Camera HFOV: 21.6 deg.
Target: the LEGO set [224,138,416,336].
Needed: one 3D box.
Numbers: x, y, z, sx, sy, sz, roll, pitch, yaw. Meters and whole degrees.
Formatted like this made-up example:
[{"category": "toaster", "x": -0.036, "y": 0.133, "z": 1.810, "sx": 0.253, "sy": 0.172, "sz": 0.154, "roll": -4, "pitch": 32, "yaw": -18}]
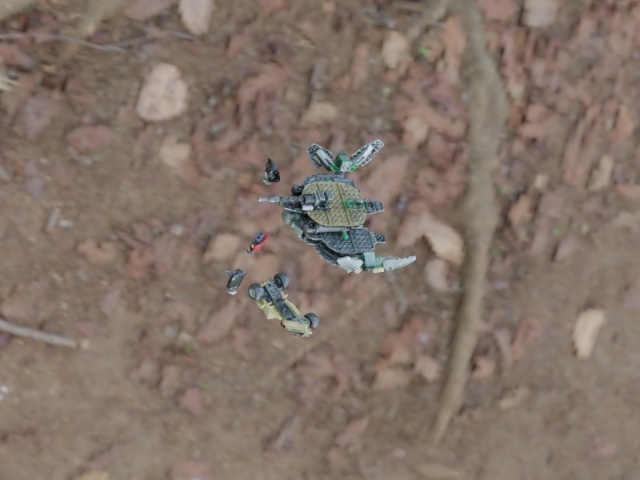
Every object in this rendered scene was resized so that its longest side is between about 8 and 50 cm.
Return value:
[{"category": "LEGO set", "x": -0.003, "y": -0.001, "z": 0.526, "sx": 0.083, "sy": 0.054, "sz": 0.023, "roll": -34, "pitch": 163, "yaw": -38}]
